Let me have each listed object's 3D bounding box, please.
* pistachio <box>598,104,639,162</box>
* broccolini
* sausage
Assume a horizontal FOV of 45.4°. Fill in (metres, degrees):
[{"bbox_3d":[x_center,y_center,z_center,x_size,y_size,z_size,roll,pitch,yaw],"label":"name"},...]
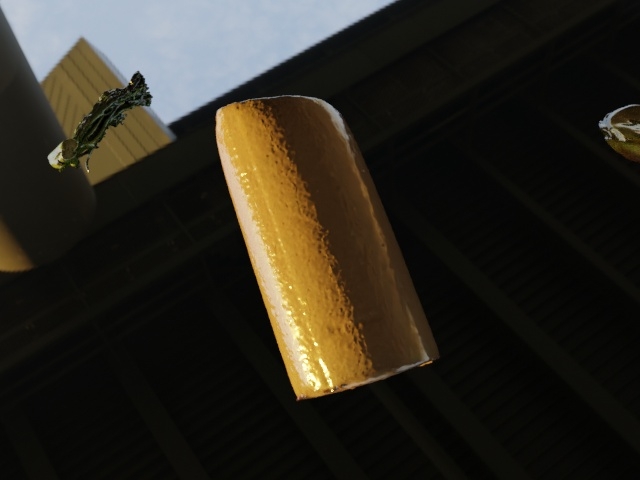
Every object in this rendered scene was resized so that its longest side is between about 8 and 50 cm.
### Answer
[{"bbox_3d":[0.324,-0.084,0.647,0.089,0.049,0.173,-39,-143,-29],"label":"pistachio"},{"bbox_3d":[-0.238,-0.130,0.844,0.062,0.271,0.123,32,-80,-15],"label":"broccolini"},{"bbox_3d":[0.000,0.000,0.642,0.123,0.123,0.252,-17,-103,-7],"label":"sausage"}]
